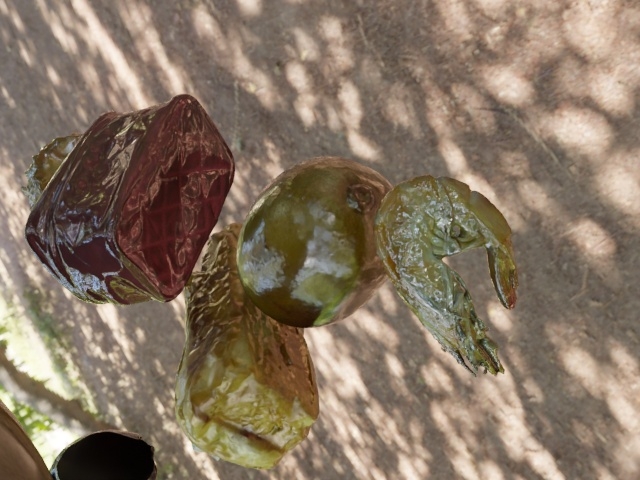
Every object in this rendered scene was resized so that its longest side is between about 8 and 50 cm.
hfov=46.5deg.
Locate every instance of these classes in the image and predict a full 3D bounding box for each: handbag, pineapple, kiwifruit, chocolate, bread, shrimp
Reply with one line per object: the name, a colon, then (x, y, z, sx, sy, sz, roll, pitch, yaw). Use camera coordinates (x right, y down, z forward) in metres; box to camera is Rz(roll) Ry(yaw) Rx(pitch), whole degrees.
handbag: (-0.194, -0.042, 0.789, 0.135, 0.225, 0.146, -3, 141, 30)
pineapple: (-0.361, -0.067, 1.133, 0.158, 0.157, 0.278, 61, 162, -2)
kiwifruit: (0.000, 0.000, 0.910, 0.196, 0.196, 0.234, 54, 148, 11)
chocolate: (-0.210, 0.264, 0.759, 0.127, 0.124, 0.133, 19, 124, 25)
bread: (-0.103, 0.140, 1.038, 0.195, 0.149, 0.344, 38, -155, -27)
shrimp: (0.147, 0.038, 0.778, 0.236, 0.133, 0.053, 60, 180, -5)

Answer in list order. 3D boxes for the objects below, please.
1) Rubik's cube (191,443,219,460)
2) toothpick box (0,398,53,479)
Rubik's cube: (-0.155, 0.290, 1.137, 0.075, 0.073, 0.084, -52, 33, 24)
toothpick box: (-0.427, 0.240, 0.566, 0.425, 0.409, 0.409, 40, 146, 29)
